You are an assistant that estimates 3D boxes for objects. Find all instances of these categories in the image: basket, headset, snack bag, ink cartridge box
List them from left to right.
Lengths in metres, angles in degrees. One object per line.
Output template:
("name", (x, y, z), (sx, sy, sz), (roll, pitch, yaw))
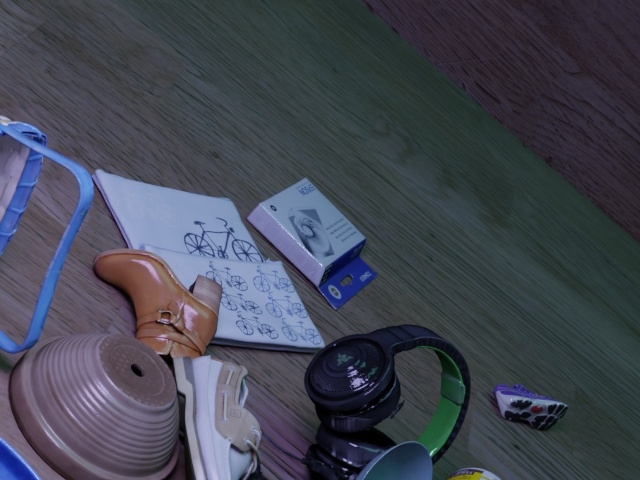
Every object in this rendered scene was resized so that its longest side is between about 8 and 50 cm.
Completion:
("basket", (-0.420, -0.032, 1.736), (0.289, 0.254, 0.201), (31, 20, 18))
("snack bag", (-0.172, 0.031, 2.236), (0.323, 0.037, 0.342), (10, 41, -48))
("ink cartridge box", (0.000, 0.000, 2.521), (0.224, 0.045, 0.223), (46, 25, 4))
("headset", (0.058, 0.266, 1.994), (0.394, 0.243, 0.185), (-15, 29, -29))

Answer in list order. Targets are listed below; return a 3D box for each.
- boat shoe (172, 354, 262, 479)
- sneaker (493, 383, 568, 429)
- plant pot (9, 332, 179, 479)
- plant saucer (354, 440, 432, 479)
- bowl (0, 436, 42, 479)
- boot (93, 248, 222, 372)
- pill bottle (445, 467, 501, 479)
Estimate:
("boat shoe", (-0.125, 0.257, 1.836), (0.103, 0.113, 0.302), (-4, 41, -11))
("sneaker", (0.384, 0.293, 2.611), (0.170, 0.068, 0.071), (21, 27, -37))
("plant pot", (-0.257, 0.194, 1.780), (0.237, 0.110, 0.237), (35, 26, -20))
("plant saucer", (0.080, 0.358, 1.964), (0.037, 0.195, 0.195), (25, 12, 35))
("bowl", (-0.416, 0.310, 1.406), (0.391, 0.077, 0.391), (34, 27, -20))
("boot", (-0.240, 0.100, 1.998), (0.197, 0.073, 0.152), (17, 53, -2))
("pill bottle", (0.202, 0.422, 2.084), (0.117, 0.117, 0.215), (46, 25, 4))
